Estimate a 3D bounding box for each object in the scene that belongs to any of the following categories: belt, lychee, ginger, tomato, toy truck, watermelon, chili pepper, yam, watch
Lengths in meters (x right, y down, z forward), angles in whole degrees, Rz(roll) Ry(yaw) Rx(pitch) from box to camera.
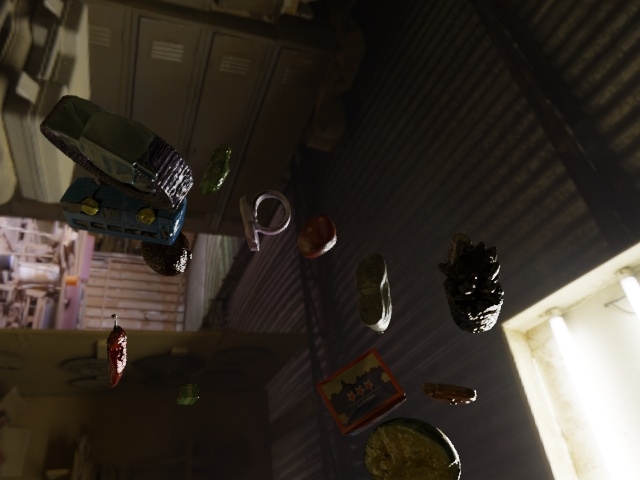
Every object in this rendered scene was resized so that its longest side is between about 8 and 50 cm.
[{"bbox_3d":[-0.438,-0.189,1.096,0.122,0.324,0.260,-61,-174,-18],"label":"belt"},{"bbox_3d":[-0.586,0.043,1.923,0.194,0.194,0.195,-175,-90,-69],"label":"lychee"},{"bbox_3d":[-0.397,-0.279,1.941,0.290,0.089,0.137,-93,-157,-60],"label":"ginger"},{"bbox_3d":[0.000,0.000,1.682,0.091,0.138,0.159,43,-41,30],"label":"tomato"},{"bbox_3d":[-0.644,-0.103,1.675,0.162,0.384,0.161,100,-2,-46],"label":"toy truck"},{"bbox_3d":[0.320,0.735,1.702,0.330,0.189,0.332,5,-80,32],"label":"watermelon"},{"bbox_3d":[-0.549,0.302,1.352,0.059,0.050,0.268,-105,-156,-61],"label":"chili pepper"},{"bbox_3d":[0.499,0.046,1.820,0.079,0.079,0.141,-108,-167,-46],"label":"yam"},{"bbox_3d":[-0.235,-0.098,2.219,0.211,0.217,0.249,122,-46,-84],"label":"watch"}]

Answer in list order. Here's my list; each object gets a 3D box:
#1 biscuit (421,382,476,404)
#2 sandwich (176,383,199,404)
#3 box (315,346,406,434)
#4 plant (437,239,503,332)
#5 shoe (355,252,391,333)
[{"bbox_3d":[0.406,0.496,1.611,0.170,0.170,0.050,140,-35,-61],"label":"biscuit"},{"bbox_3d":[-0.539,0.647,2.026,0.074,0.074,0.117,-119,-136,-57],"label":"sandwich"},{"bbox_3d":[0.189,0.702,2.277,0.257,0.318,0.349,57,-7,23],"label":"box"},{"bbox_3d":[0.506,0.152,1.643,0.182,0.193,0.321,-111,-179,-45],"label":"plant"},{"bbox_3d":[0.236,0.234,2.168,0.211,0.132,0.343,57,30,-55],"label":"shoe"}]
